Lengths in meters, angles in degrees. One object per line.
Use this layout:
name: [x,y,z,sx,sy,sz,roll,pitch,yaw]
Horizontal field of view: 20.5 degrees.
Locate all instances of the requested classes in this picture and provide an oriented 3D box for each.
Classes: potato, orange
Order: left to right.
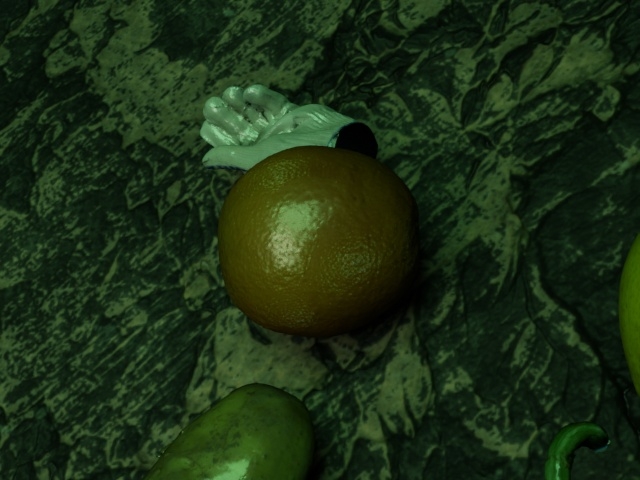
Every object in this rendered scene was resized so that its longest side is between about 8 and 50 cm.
potato: [-0.096,0.240,1.678,0.149,0.113,0.251,20,59,43]
orange: [0.000,0.000,1.752,0.206,0.206,0.206,-13,53,17]

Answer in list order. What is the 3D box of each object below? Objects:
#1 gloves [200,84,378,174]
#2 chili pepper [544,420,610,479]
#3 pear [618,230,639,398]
gloves: [-0.042,-0.105,1.905,0.229,0.097,0.119,20,48,36]
chili pepper: [0.209,0.276,1.472,0.165,0.174,0.261,-37,45,31]
pear: [0.382,0.063,1.472,0.294,0.294,0.294,-13,53,17]
